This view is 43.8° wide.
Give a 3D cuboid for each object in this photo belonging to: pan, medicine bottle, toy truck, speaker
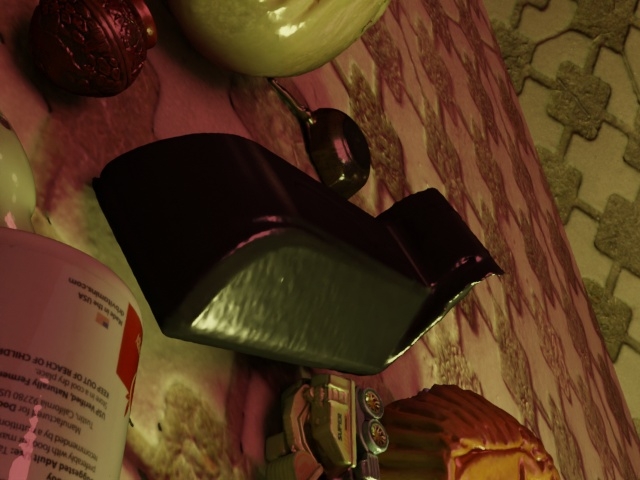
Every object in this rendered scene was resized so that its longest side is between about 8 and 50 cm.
[{"bbox_3d":[0.012,-0.137,1.082,0.202,0.048,0.128,27,48,-53],"label":"pan"},{"bbox_3d":[-0.182,0.146,0.383,0.157,0.157,0.288,42,37,-42],"label":"medicine bottle"},{"bbox_3d":[0.002,0.214,0.763,0.116,0.085,0.191,31,40,-37],"label":"toy truck"},{"bbox_3d":[0.000,0.000,0.758,0.388,0.184,0.180,24,27,-55],"label":"speaker"}]

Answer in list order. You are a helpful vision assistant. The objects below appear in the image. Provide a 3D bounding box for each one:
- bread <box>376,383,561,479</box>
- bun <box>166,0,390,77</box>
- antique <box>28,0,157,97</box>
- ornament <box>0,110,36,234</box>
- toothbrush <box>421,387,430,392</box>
[{"bbox_3d":[0.170,0.292,0.909,0.274,0.149,0.274,20,60,-38],"label":"bread"},{"bbox_3d":[-0.035,-0.338,0.871,0.362,0.234,0.326,9,97,-66],"label":"bun"},{"bbox_3d":[-0.193,-0.167,0.664,0.104,0.104,0.104,42,37,-42],"label":"antique"},{"bbox_3d":[-0.221,-0.024,0.534,0.156,0.075,0.081,64,9,-5],"label":"ornament"},{"bbox_3d":[0.156,0.358,0.996,0.040,0.040,0.386,45,35,-40],"label":"toothbrush"}]
